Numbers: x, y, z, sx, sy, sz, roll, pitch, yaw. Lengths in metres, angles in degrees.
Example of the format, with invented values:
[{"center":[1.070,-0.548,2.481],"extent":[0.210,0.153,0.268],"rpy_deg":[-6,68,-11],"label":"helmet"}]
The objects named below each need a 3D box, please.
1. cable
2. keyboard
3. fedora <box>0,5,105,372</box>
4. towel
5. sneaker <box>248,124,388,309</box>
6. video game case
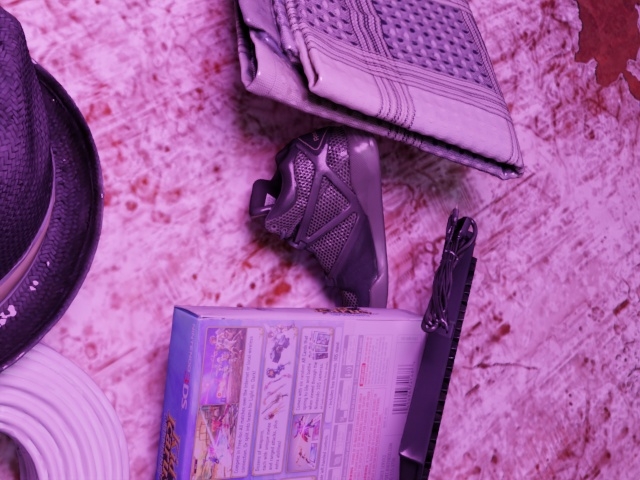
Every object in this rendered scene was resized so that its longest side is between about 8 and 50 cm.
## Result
[{"center":[-0.272,0.186,0.696],"extent":[0.257,0.089,0.257],"rpy_deg":[44,62,-21],"label":"cable"},{"center":[0.119,0.096,0.882],"extent":[0.317,0.033,0.201],"rpy_deg":[-68,160,-48],"label":"keyboard"},{"center":[-0.286,-0.061,0.636],"extent":[0.334,0.152,0.333],"rpy_deg":[13,59,-24],"label":"fedora"},{"center":[0.052,-0.224,0.923],"extent":[0.324,0.056,0.312],"rpy_deg":[13,51,-31],"label":"towel"},{"center":[0.000,0.000,0.918],"extent":[0.130,0.087,0.227],"rpy_deg":[-11,115,-4],"label":"sneaker"},{"center":[-0.028,0.195,0.843],"extent":[0.244,0.061,0.269],"rpy_deg":[4,95,-34],"label":"video game case"}]
